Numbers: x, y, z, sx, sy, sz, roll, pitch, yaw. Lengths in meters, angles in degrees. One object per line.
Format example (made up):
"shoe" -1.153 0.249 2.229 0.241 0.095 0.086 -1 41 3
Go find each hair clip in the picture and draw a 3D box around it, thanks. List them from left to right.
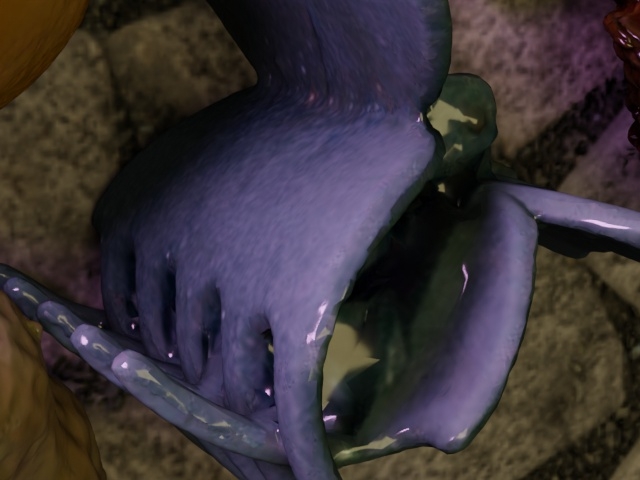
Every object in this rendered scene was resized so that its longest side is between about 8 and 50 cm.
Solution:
"hair clip" 0.000 0.000 0.924 0.392 0.318 0.238 41 83 -27

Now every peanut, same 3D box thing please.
"peanut" -0.188 0.093 0.883 0.149 0.313 0.149 -2 65 5

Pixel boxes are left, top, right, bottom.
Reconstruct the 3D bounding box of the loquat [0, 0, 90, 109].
"loquat" -0.228 -0.152 0.829 0.275 0.275 0.274 -4 100 -25

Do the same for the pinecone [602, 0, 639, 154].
"pinecone" 0.271 -0.101 1.073 0.221 0.221 0.221 -4 100 -25
